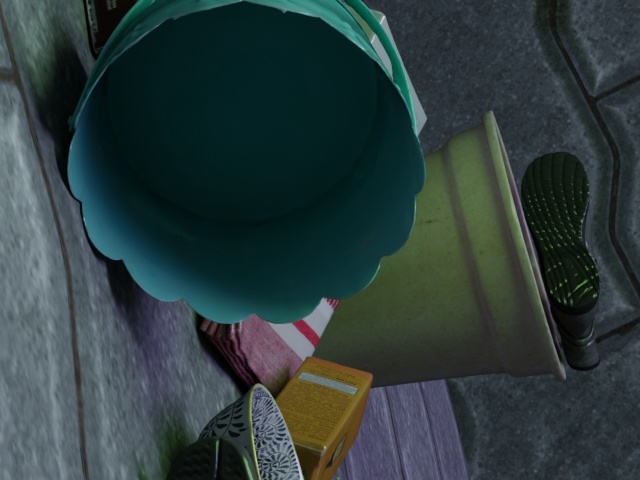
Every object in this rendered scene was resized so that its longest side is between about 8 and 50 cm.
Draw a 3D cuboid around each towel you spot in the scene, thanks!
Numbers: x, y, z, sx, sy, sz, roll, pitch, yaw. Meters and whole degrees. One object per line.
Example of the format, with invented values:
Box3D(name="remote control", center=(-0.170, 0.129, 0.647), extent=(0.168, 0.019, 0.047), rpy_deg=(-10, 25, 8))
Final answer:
Box3D(name="towel", center=(0.000, 0.000, 1.645), extent=(0.329, 0.037, 0.237), rpy_deg=(-63, 156, -16))

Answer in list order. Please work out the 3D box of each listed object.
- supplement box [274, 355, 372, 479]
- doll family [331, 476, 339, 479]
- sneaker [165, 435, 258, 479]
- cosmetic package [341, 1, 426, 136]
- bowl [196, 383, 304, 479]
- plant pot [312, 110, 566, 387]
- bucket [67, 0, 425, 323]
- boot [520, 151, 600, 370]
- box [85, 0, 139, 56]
Box3D(name="supplement box", center=(-0.013, 0.184, 1.559), extent=(0.233, 0.080, 0.078), rpy_deg=(-50, 155, -74))
Box3D(name="doll family", center=(-0.003, 0.280, 1.636), extent=(0.111, 0.076, 0.193), rpy_deg=(53, 20, -56))
Box3D(name="sneaker", center=(-0.066, 0.265, 1.221), extent=(0.130, 0.087, 0.227), rpy_deg=(53, 26, -72))
Box3D(name="cosmetic package", center=(-0.009, -0.111, 1.754), extent=(0.224, 0.138, 0.224), rpy_deg=(-63, 154, -17))
Box3D(name="bowl", center=(-0.066, 0.208, 1.327), extent=(0.170, 0.080, 0.170), rpy_deg=(-15, 90, -81))
Box3D(name="plant pot", center=(0.104, 0.043, 1.959), extent=(0.334, 0.305, 0.334), rpy_deg=(-15, 90, -81))
Box3D(name="bucket", center=(-0.060, -0.090, 1.313), extent=(0.183, 0.281, 0.281), rpy_deg=(-101, 172, -65))
Box3D(name="boot", center=(0.298, 0.027, 2.002), extent=(0.161, 0.083, 0.246), rpy_deg=(75, 11, -54))
Box3D(name="box", center=(-0.109, -0.217, 1.517), extent=(0.203, 0.167, 0.168), rpy_deg=(59, 18, -62))
